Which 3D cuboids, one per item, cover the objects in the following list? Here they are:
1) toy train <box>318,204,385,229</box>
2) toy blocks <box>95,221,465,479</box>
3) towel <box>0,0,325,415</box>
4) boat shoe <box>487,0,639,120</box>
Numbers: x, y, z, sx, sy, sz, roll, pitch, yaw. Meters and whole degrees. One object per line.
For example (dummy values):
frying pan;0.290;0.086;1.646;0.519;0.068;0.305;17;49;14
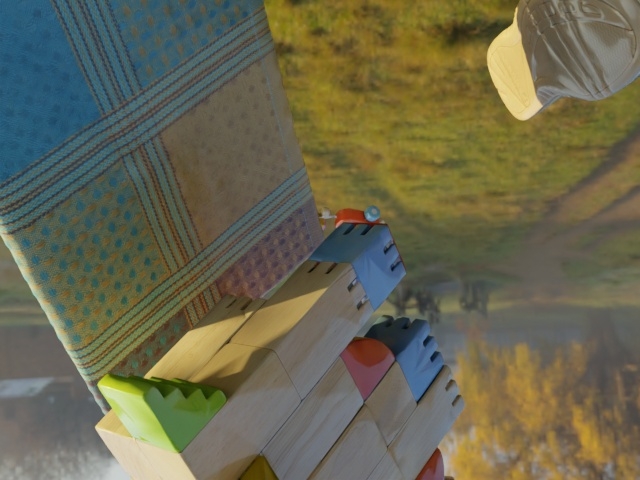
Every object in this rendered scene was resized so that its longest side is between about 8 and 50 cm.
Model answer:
toy train;0.000;0.000;1.107;0.125;0.046;0.166;13;153;-27
toy blocks;0.010;0.165;0.686;0.190;0.381;0.261;3;-142;43
towel;-0.128;-0.070;0.662;0.040;0.370;0.271;23;-129;39
boat shoe;0.217;-0.167;0.706;0.092;0.103;0.285;-30;180;-5
